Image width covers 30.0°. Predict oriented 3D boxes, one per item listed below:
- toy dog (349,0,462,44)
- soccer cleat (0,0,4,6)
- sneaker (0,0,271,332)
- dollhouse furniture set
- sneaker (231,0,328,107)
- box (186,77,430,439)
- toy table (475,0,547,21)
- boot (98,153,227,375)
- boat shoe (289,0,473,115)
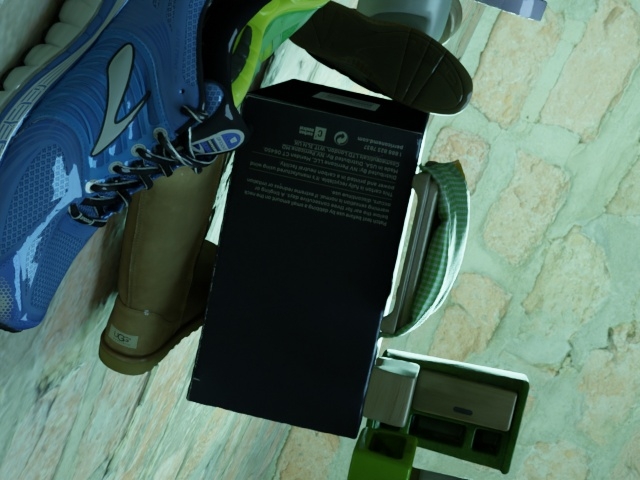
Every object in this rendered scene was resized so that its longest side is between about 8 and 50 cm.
[{"bbox_3d":[0.082,-0.340,1.392,0.220,0.161,0.333,-37,139,-66],"label":"toy dog"},{"bbox_3d":[-0.170,-0.158,0.616,0.196,0.068,0.076,-63,175,-14],"label":"soccer cleat"},{"bbox_3d":[-0.131,-0.079,0.811,0.330,0.147,0.130,-61,171,1],"label":"sneaker"},{"bbox_3d":[0.138,0.083,1.130,0.197,0.151,0.301,-42,145,-79],"label":"dollhouse furniture set"},{"bbox_3d":[-0.084,-0.180,1.014,0.123,0.109,0.295,-38,-167,45],"label":"sneaker"},{"bbox_3d":[0.000,0.000,1.295,0.343,0.179,0.312,-59,162,-77],"label":"box"},{"bbox_3d":[0.213,-0.402,1.576,0.252,0.274,0.160,4,110,-44],"label":"toy table"},{"bbox_3d":[-0.131,-0.021,1.203,0.236,0.089,0.269,-61,170,-55],"label":"boot"},{"bbox_3d":[0.066,-0.206,1.331,0.073,0.224,0.080,-33,148,-85],"label":"boat shoe"}]
